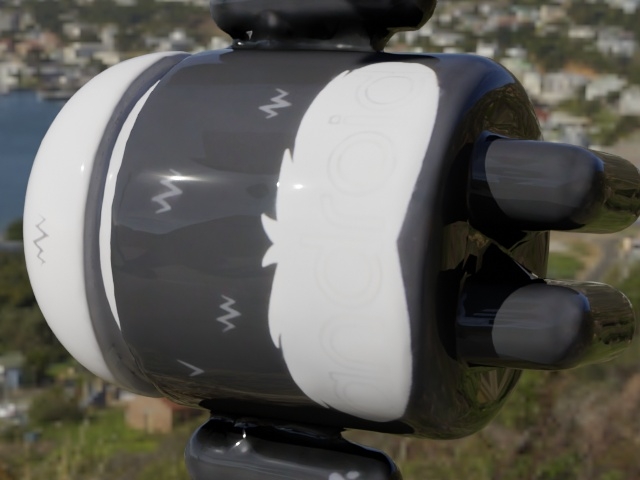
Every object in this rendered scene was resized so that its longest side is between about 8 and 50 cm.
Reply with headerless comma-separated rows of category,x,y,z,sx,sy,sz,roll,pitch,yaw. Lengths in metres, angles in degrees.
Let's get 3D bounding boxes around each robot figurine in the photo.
robot figurine,0.001,-0.002,0.695,0.278,0.173,0.209,4,52,26
